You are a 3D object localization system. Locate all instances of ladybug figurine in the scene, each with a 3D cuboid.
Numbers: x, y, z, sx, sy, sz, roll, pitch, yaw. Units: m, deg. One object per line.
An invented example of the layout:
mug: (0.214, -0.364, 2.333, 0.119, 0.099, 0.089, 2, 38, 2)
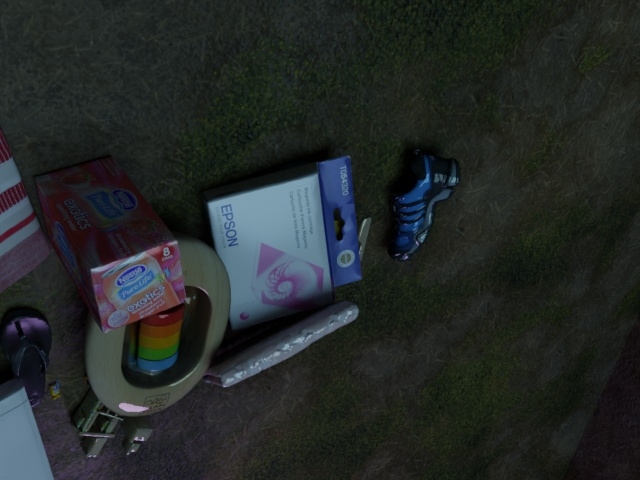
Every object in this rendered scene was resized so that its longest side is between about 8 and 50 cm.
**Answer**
ladybug figurine: (-0.343, 0.163, 1.673, 0.305, 0.162, 0.449, -5, 125, -36)

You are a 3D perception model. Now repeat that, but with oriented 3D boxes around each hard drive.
hard drive: (-0.660, 0.466, 1.635, 0.233, 0.047, 0.353, -29, 133, -34)

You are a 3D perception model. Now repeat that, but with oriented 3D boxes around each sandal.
sandal: (-0.576, 0.241, 1.633, 0.097, 0.054, 0.254, -14, 130, -30)

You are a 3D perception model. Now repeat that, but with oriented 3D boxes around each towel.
towel: (-0.573, -0.038, 1.349, 0.237, 0.037, 0.329, -51, 146, -39)
towel: (-0.104, 0.232, 1.847, 0.332, 0.317, 0.053, -28, 91, -19)

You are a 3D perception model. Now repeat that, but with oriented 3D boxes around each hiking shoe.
hiking shoe: (0.216, -0.087, 1.983, 0.132, 0.113, 0.304, 18, 120, -13)

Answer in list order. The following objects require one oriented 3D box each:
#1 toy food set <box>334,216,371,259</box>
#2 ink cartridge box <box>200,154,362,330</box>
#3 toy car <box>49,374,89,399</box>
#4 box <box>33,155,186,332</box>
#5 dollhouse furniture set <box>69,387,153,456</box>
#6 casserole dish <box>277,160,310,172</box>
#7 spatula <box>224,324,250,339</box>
toy food set: (0.000, 0.000, 1.881, 0.218, 0.071, 0.128, -10, 122, -26)
ink cartridge box: (-0.065, 0.008, 1.760, 0.330, 0.071, 0.324, -15, 121, -13)
toy car: (-0.507, 0.294, 1.733, 0.122, 0.060, 0.041, -22, 102, -32)
box: (-0.365, -0.003, 1.420, 0.154, 0.300, 0.142, -20, 133, -25)
dollhouse furniture set: (-0.472, 0.423, 1.781, 0.101, 0.161, 0.182, 19, 109, -45)
casserole dish: (-0.070, -0.084, 1.787, 0.114, 0.037, 0.188, 20, 108, -46)
spatula: (-0.138, 0.121, 1.914, 0.242, 0.019, 0.168, -32, 131, -15)
